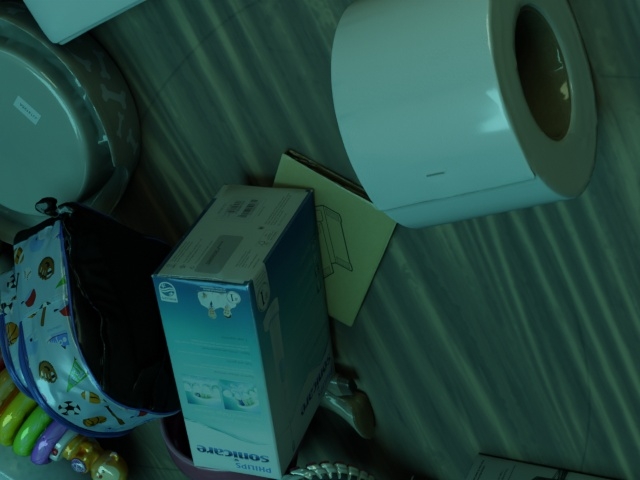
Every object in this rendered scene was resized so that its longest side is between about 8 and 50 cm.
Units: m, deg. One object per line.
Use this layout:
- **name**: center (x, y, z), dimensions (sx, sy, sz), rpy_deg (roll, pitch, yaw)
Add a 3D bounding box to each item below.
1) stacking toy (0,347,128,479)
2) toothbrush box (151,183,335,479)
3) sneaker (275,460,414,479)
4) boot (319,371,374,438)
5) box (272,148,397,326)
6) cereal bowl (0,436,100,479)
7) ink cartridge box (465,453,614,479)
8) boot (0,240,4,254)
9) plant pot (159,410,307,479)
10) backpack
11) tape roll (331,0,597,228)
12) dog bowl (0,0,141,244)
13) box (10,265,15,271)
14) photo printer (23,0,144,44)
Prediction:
- **stacking toy**: center (-0.400, 0.259, 1.563), dimensions (0.302, 0.166, 0.175), rpy_deg (37, 119, 8)
- **toothbrush box**: center (-0.083, 0.110, 1.343), dimensions (0.126, 0.216, 0.295), rpy_deg (4, 125, 20)
- **sneaker**: center (0.061, 0.385, 1.483), dimensions (0.299, 0.112, 0.121), rpy_deg (14, 132, -14)
- **boot**: center (0.020, 0.226, 1.520), dimensions (0.087, 0.042, 0.118), rpy_deg (-1, 119, 37)
- **box**: center (0.000, 0.000, 1.385), dimensions (0.164, 0.021, 0.201), rpy_deg (28, 131, 9)
- **cereal bowl**: center (-0.462, 0.351, 1.767), dimensions (0.339, 0.141, 0.339), rpy_deg (28, 156, 14)
- **ink cartridge box**: center (0.299, 0.382, 1.437), dimensions (0.208, 0.087, 0.153), rpy_deg (7, 124, 26)
- **boot**: center (-0.499, 0.020, 1.566), dimensions (0.077, 0.165, 0.213), rpy_deg (9, 146, -10)
- **plant pot**: center (-0.110, 0.285, 1.542), dimensions (0.201, 0.201, 0.180), rpy_deg (13, 142, 21)
- **backpack**: center (-0.279, 0.114, 1.375), dimensions (0.213, 0.263, 0.276), rpy_deg (-34, 145, 27)
- **tape roll**: center (0.145, -0.144, 1.060), dimensions (0.169, 0.246, 0.246), rpy_deg (-11, 115, 34)
- **dog bowl**: center (-0.392, -0.157, 1.441), dimensions (0.348, 0.102, 0.349), rpy_deg (14, 127, 19)
- **box**: center (-0.394, 0.060, 1.590), dimensions (0.101, 0.102, 0.087), rpy_deg (43, 133, -5)
- **photo printer**: center (-0.281, -0.400, 1.209), dimensions (0.256, 0.107, 0.307), rpy_deg (-16, 113, 36)
